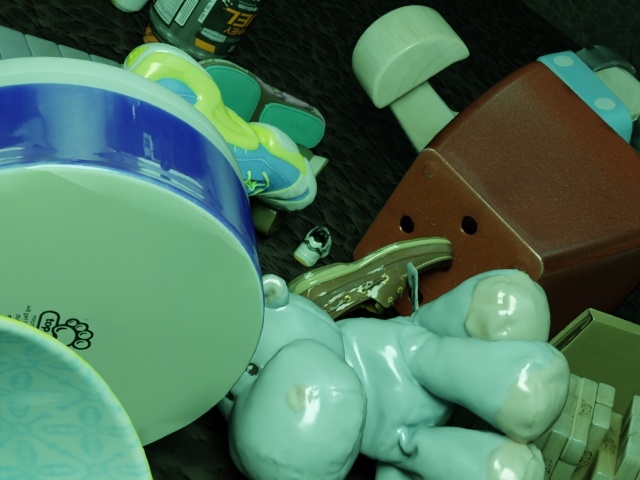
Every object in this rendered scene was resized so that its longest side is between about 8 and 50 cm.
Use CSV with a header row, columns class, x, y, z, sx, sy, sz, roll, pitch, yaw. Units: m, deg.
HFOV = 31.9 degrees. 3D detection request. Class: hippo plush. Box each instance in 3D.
class,x,y,z,sx,sy,sz,roll,pitch,yaw
hippo plush,0.035,0.095,0.887,0.236,0.234,0.294,20,33,-34

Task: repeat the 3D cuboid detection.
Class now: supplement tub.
class,x,y,z,sx,sy,sz,roll,pitch,yaw
supplement tub,-0.128,-0.297,1.346,0.117,0.190,0.117,29,29,-18

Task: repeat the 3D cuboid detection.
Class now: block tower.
class,x,y,z,sx,sy,sz,roll,pitch,yaw
block tower,0.255,0.195,1.038,0.335,0.097,0.091,20,36,8

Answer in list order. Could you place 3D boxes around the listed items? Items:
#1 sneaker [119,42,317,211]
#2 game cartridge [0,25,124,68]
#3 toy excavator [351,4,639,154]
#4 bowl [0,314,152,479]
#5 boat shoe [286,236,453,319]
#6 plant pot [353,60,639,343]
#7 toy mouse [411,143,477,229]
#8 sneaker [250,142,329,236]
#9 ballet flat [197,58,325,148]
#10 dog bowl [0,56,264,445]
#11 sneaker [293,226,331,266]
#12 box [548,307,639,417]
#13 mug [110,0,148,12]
class,x,y,z,sx,sy,sz,roll,pitch,yaw
sneaker,-0.105,-0.067,1.037,0.240,0.091,0.126,38,57,-33
game cartridge,-0.206,-0.058,1.026,0.230,0.068,0.355,17,33,-43
toy excavator,0.264,-0.131,1.495,0.445,0.433,0.222,-16,45,-15
bowl,-0.226,0.164,0.502,0.156,0.290,0.289,4,5,37
boat shoe,0.054,0.045,1.119,0.178,0.064,0.060,-18,75,-15
plant pot,0.200,-0.005,1.246,0.235,0.267,0.267,-20,61,-48
toy mouse,0.188,-0.059,1.540,0.161,0.031,0.143,53,19,17
sneaker,-0.059,-0.068,1.225,0.086,0.064,0.192,32,26,4
ballet flat,-0.088,-0.165,1.336,0.221,0.077,0.079,17,15,-45
dog bowl,-0.170,0.023,0.710,0.264,0.265,0.104,21,34,-30
sneaker,0.000,0.000,1.212,0.032,0.037,0.083,36,25,-1
box,0.300,0.150,1.205,0.201,0.164,0.021,18,35,-35
mug,-0.237,-0.323,1.392,0.078,0.064,0.062,42,27,8
